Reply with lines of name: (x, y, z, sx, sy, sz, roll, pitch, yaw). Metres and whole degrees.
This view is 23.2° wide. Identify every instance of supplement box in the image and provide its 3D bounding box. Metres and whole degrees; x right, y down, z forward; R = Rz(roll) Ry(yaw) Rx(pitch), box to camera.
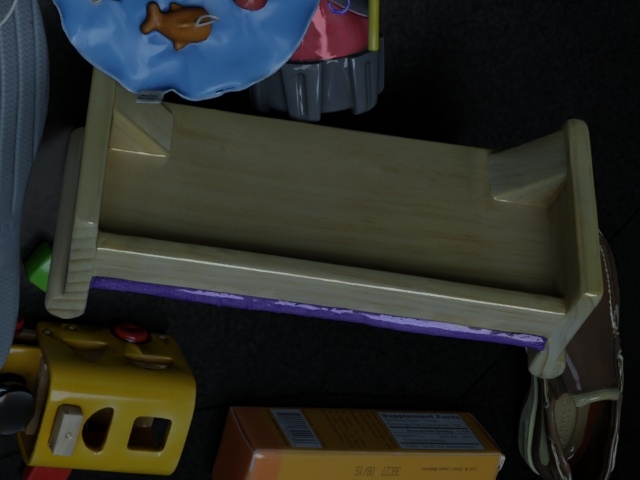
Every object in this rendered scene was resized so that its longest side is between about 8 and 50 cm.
supplement box: (0.033, 0.192, 1.316, 0.234, 0.080, 0.078, 6, 114, -22)

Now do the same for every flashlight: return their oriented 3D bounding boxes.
flashlight: (-0.010, -0.239, 1.073, 0.103, 0.103, 0.304, -8, 114, -12)

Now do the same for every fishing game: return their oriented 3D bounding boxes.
fishing game: (-0.088, -0.180, 0.988, 0.264, 0.041, 0.189, 4, 95, -7)

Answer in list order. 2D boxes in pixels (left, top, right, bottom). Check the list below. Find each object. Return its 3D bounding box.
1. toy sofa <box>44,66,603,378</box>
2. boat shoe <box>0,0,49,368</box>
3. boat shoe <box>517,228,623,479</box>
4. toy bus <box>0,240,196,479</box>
toy sofa: (0.000, 0.000, 1.081, 0.363, 0.150, 0.177, 8, 145, -10)
boat shoe: (-0.258, -0.043, 1.067, 0.094, 0.109, 0.302, 15, 105, 18)
boat shoe: (0.227, 0.107, 1.337, 0.095, 0.095, 0.257, -13, 120, -15)
toy bus: (-0.194, 0.120, 1.172, 0.202, 0.104, 0.191, -34, 123, -3)
